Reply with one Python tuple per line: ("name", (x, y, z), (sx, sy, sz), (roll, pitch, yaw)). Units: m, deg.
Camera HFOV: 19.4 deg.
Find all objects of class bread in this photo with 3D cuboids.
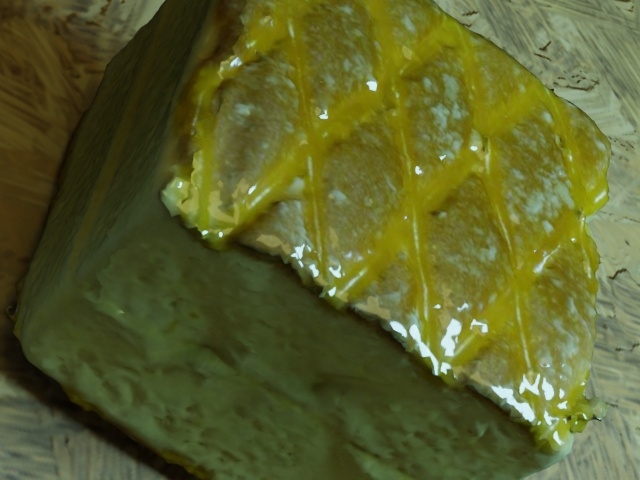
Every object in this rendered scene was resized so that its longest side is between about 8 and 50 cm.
("bread", (0.000, 0.000, 1.080), (0.279, 0.207, 0.279), (31, 45, -21))
